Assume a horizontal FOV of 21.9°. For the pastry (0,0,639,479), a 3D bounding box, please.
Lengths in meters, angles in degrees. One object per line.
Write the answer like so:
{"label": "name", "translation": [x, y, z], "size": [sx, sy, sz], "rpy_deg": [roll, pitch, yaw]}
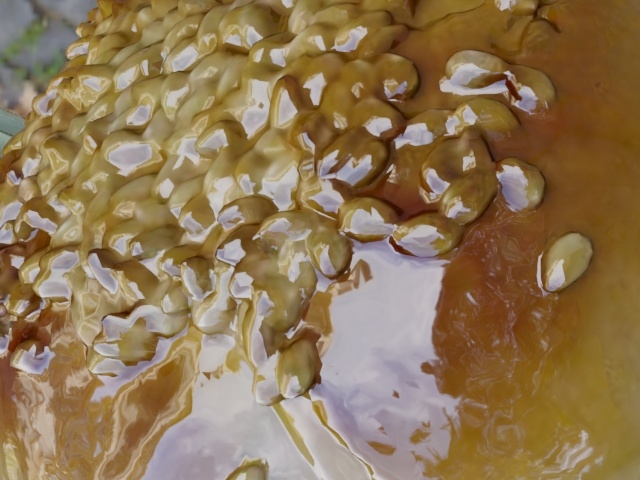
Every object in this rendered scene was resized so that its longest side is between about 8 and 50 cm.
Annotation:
{"label": "pastry", "translation": [0.000, 0.000, 0.781], "size": [0.409, 0.409, 0.245], "rpy_deg": [-23, 137, 25]}

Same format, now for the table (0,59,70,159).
{"label": "table", "translation": [-0.137, -0.038, 1.092], "size": [0.240, 0.111, 0.121], "rpy_deg": [24, 153, 45]}
